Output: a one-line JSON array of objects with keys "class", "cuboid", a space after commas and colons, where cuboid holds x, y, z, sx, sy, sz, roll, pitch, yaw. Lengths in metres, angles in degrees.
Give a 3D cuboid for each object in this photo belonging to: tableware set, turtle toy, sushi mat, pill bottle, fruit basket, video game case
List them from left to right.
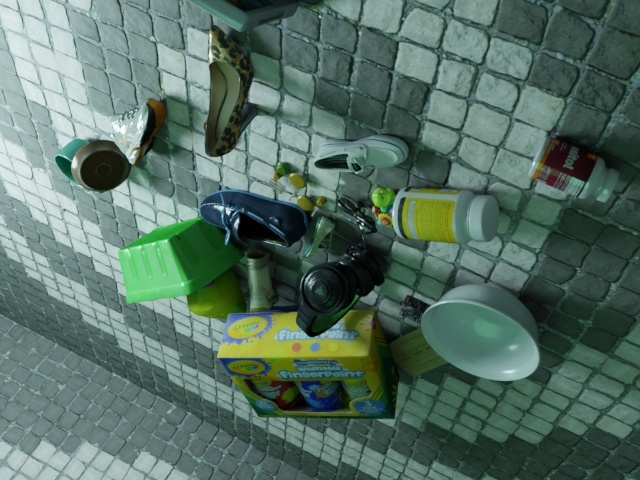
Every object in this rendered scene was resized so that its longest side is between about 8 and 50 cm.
[{"class": "fruit basket", "cuboid": [-0.389, 0.128, 2.305, 0.392, 0.283, 0.392, 23, 130, 30]}, {"class": "video game case", "cuboid": [-0.224, -0.487, 1.373, 0.329, 0.300, 0.036, 31, 116, 2]}, {"class": "tableware set", "cuboid": [-0.055, -0.132, 1.903, 0.154, 0.024, 0.104, 36, 143, -2]}, {"class": "turtle toy", "cuboid": [0.158, -0.075, 1.762, 0.095, 0.066, 0.130, 6, 138, 34]}, {"class": "sushi mat", "cuboid": [0.298, 0.314, 2.175, 0.151, 0.019, 0.316, 38, 146, -9]}, {"class": "pill bottle", "cuboid": [0.273, -0.054, 1.651, 0.208, 0.119, 0.119, 6, 138, 34]}, {"class": "pill bottle", "cuboid": [0.476, -0.131, 1.424, 0.152, 0.086, 0.086, 24, 145, 10]}]

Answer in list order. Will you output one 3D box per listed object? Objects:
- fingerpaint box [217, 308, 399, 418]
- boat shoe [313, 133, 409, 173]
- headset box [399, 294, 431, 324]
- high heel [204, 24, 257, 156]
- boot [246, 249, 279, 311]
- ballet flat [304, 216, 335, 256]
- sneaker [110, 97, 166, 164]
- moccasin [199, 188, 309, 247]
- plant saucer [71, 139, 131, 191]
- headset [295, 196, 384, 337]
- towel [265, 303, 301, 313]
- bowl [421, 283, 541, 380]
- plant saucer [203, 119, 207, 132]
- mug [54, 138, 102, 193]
[{"class": "fingerpaint box", "cuboid": [-0.024, 0.373, 2.223, 0.444, 0.163, 0.371, -3, 139, 17]}, {"class": "boat shoe", "cuboid": [0.087, -0.179, 1.681, 0.226, 0.076, 0.083, 0, 135, 38]}, {"class": "headset box", "cuboid": [0.252, 0.187, 2.043, 0.083, 0.032, 0.062, 25, 145, 12]}, {"class": "high heel", "cuboid": [-0.223, -0.318, 1.657, 0.093, 0.186, 0.261, 11, 141, 28]}, {"class": "boot", "cuboid": [-0.171, 0.108, 2.228, 0.077, 0.213, 0.165, -5, 98, 6]}, {"class": "ballet flat", "cuboid": [0.000, 0.000, 1.994, 0.052, 0.057, 0.168, 22, 146, -2]}, {"class": "sneaker", "cuboid": [-0.492, -0.302, 1.978, 0.121, 0.099, 0.262, 41, 144, -4]}, {"class": "moccasin", "cuboid": [-0.198, -0.057, 2.022, 0.341, 0.117, 0.138, 6, 138, 33]}, {"class": "plant saucer", "cuboid": [-0.616, -0.204, 2.144, 0.029, 0.168, 0.168, 55, 169, 47]}, {"class": "headset", "cuboid": [0.044, 0.078, 1.927, 0.185, 0.243, 0.394, 44, 134, 19]}, {"class": "towel", "cuboid": [-0.004, 0.290, 2.294, 0.243, 0.040, 0.336, -10, 138, 18]}, {"class": "bowl", "cuboid": [0.406, 0.201, 1.848, 0.297, 0.134, 0.298, 21, 144, 17]}, {"class": "plant saucer", "cuboid": [-0.254, -0.272, 1.893, 0.083, 0.013, 0.084, 21, 144, 16]}, {"class": "mug", "cuboid": [-0.689, -0.223, 2.219, 0.129, 0.097, 0.158, 18, 147, 31]}]
